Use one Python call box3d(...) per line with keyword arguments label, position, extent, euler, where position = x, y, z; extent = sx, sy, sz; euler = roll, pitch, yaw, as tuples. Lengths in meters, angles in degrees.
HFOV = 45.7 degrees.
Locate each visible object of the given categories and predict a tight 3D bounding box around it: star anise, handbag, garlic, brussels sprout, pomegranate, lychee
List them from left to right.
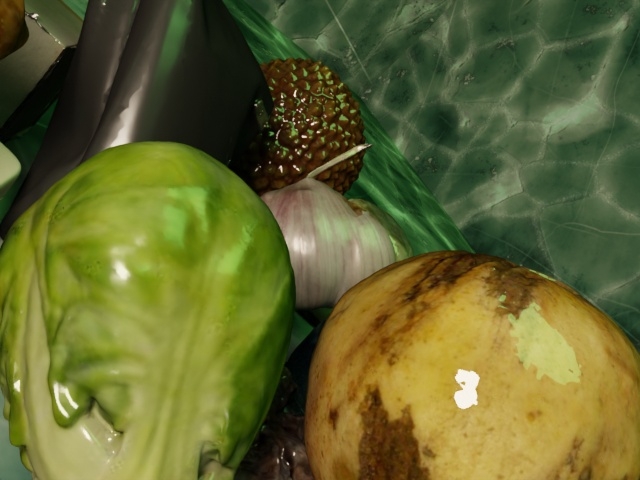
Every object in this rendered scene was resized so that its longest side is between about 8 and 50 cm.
box3d(label="brussels sprout", position=(-0.127, 0.073, 0.543), extent=(0.210, 0.219, 0.271), euler=(25, 58, -41))
box3d(label="handbag", position=(-0.154, -0.102, 0.799), extent=(0.152, 0.342, 0.288), euler=(10, -14, 25))
box3d(label="star anise", position=(-0.062, 0.171, 0.722), extent=(0.212, 0.073, 0.197), euler=(48, 19, -3))
box3d(label="lychee", position=(-0.061, -0.149, 1.182), extent=(0.267, 0.267, 0.267), euler=(42, 17, -16))
box3d(label="garlic", position=(0.000, 0.000, 0.993), extent=(0.207, 0.207, 0.257), euler=(43, 47, -14))
box3d(label="pomegranate", position=(0.136, 0.148, 0.675), extent=(0.322, 0.322, 0.322), euler=(42, 17, -16))

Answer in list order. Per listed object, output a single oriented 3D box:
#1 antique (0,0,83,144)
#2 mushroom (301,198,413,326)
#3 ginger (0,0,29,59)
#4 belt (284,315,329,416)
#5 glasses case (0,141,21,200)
box3d(label="antique", position=(-0.335, -0.203, 0.791), extent=(0.152, 0.146, 0.148), euler=(42, 15, -13))
box3d(label="mushroom", position=(0.056, 0.037, 1.175), extent=(0.267, 0.164, 0.190), euler=(28, 23, -48))
box3d(label="ginger", position=(-0.393, -0.201, 0.428), extent=(0.418, 0.176, 0.254), euler=(-22, 86, -47))
box3d(label="belt", position=(0.074, 0.189, 0.941), extent=(0.267, 0.116, 0.206), euler=(18, 28, -54))
box3d(label="glasses case", position=(-0.392, -0.124, 0.591), extent=(0.313, 0.070, 0.131), euler=(43, 16, -12))
